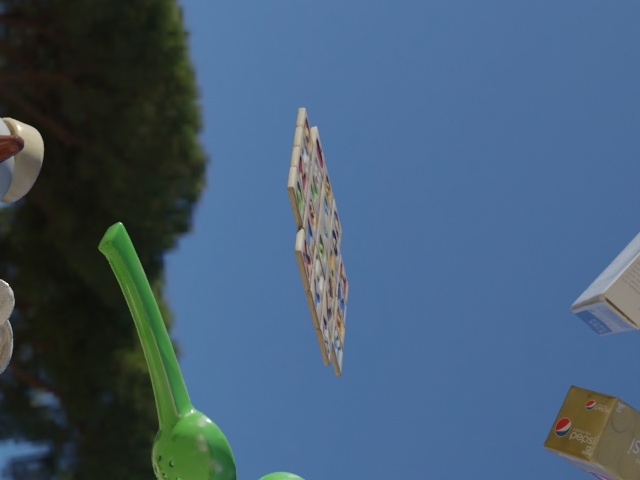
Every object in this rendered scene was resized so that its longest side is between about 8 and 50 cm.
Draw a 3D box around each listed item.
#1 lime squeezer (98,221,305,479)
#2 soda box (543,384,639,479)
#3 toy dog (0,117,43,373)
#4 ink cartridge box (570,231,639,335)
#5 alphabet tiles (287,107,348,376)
[{"bbox_3d":[-0.038,0.130,1.044,0.059,0.310,0.110,-33,-155,37],"label":"lime squeezer"},{"bbox_3d":[0.278,0.191,1.497,0.058,0.181,0.061,12,-107,53],"label":"soda box"},{"bbox_3d":[-0.356,0.002,1.636,0.161,0.220,0.334,12,-80,52],"label":"toy dog"},{"bbox_3d":[0.309,-0.016,1.458,0.045,0.224,0.223,41,-2,4],"label":"ink cartridge box"},{"bbox_3d":[0.000,0.000,2.268,0.342,0.011,0.285,-84,162,-60],"label":"alphabet tiles"}]
